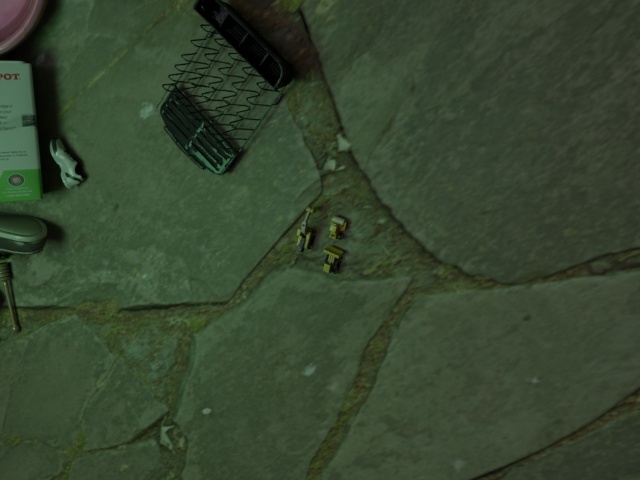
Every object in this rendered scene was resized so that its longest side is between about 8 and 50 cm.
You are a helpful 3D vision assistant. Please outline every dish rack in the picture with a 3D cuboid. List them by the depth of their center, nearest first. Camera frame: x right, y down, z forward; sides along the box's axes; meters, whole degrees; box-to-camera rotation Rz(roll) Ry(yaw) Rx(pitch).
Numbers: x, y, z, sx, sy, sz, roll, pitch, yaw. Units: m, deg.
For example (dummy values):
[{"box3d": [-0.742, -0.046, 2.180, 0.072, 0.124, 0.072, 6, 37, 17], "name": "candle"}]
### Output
[{"box3d": [-0.181, -0.255, 1.279, 0.208, 0.074, 0.271, 47, 118, 14], "name": "dish rack"}]

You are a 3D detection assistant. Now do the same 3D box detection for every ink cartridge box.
[{"box3d": [-0.667, -0.214, 1.474, 0.115, 0.198, 0.272, -157, 65, -68], "name": "ink cartridge box"}]

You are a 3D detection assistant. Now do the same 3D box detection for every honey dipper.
[{"box3d": [-0.702, 0.130, 1.667, 0.030, 0.030, 0.160, -1, 101, 29], "name": "honey dipper"}]

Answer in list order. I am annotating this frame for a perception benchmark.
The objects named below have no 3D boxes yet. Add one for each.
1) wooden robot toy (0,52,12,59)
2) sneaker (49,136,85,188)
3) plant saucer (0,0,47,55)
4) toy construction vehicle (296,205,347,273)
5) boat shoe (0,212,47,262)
[{"box3d": [-0.689, -0.382, 1.553, 0.079, 0.076, 0.173, 3, 104, 64], "name": "wooden robot toy"}, {"box3d": [-0.511, -0.161, 1.504, 0.044, 0.040, 0.109, -24, 91, 14], "name": "sneaker"}, {"box3d": [-0.683, -0.515, 1.439, 0.332, 0.084, 0.332, 0, 99, 0], "name": "plant saucer"}, {"box3d": [0.000, 0.000, 1.250, 0.086, 0.035, 0.098, 26, 111, 22], "name": "toy construction vehicle"}, {"box3d": [-0.700, -0.007, 1.592, 0.324, 0.117, 0.096, 12, 107, 31], "name": "boat shoe"}]
